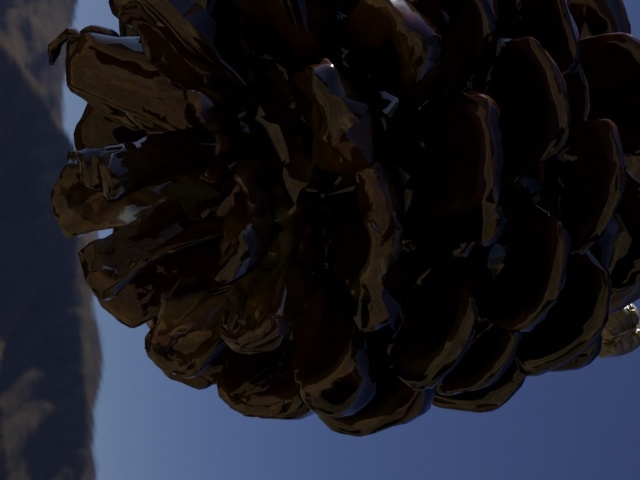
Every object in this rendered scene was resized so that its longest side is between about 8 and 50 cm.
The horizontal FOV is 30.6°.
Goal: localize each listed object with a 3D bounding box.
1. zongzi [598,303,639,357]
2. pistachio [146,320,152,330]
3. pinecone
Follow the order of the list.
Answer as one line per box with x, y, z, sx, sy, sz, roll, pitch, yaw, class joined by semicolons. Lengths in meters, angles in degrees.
0.318;0.053;1.397;0.189;0.081;0.178;110;-42;-86;zongzi
-0.067;0.049;0.850;0.149;0.113;0.113;39;-14;-13;pistachio
0.015;-0.053;0.565;0.298;0.296;0.242;48;-42;21;pinecone
